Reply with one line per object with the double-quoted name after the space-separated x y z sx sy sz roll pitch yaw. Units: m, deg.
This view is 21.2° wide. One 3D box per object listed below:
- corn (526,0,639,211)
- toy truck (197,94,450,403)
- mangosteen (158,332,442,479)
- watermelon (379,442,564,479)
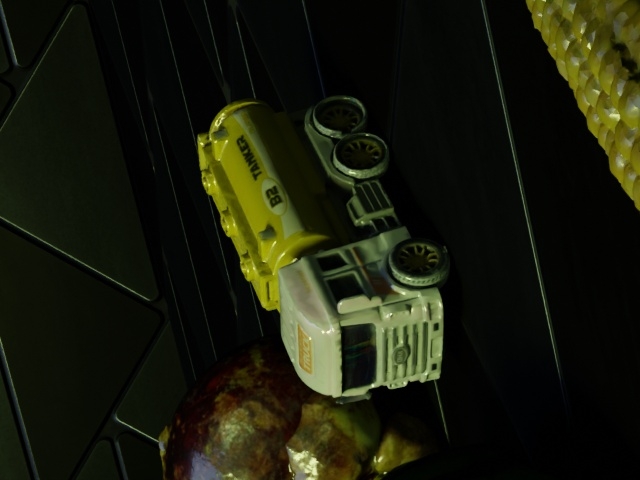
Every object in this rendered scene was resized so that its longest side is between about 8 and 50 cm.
0.138 -0.031 0.540 0.097 0.097 0.320 90 161 -51 "corn"
0.000 0.000 1.122 0.098 0.114 0.227 88 162 -47 "toy truck"
-0.002 0.165 1.214 0.217 0.192 0.192 27 135 45 "mangosteen"
0.044 0.254 0.895 0.331 0.189 0.331 -160 90 -90 "watermelon"
